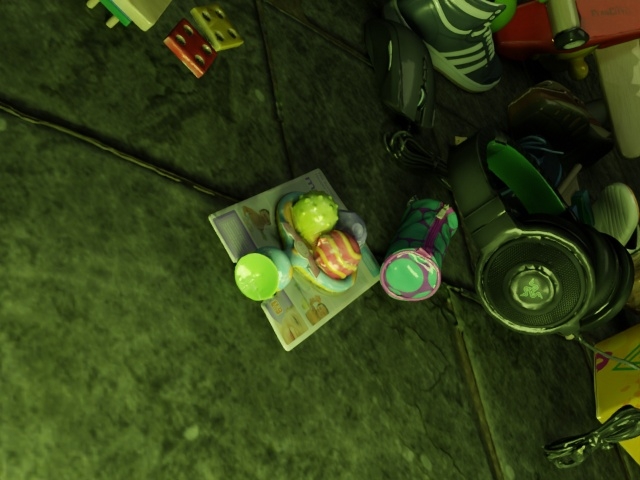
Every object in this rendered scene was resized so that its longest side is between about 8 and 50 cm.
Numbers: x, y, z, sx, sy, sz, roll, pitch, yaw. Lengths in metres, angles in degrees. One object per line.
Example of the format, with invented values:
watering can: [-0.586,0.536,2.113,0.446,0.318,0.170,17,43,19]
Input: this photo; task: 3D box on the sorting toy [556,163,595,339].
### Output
sorting toy: [0.366,0.011,1.344,0.193,0.038,0.208,-37,118,-59]

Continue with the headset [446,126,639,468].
headset: [0.255,0.057,1.113,0.243,0.185,0.394,4,55,-56]

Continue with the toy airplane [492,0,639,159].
toy airplane: [0.515,-0.394,1.760,0.384,0.272,0.386,36,69,-11]

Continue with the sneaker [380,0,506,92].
sneaker: [0.232,-0.318,1.411,0.282,0.153,0.099,16,51,-47]

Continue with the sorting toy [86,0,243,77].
sorting toy: [-0.190,-0.256,0.877,0.274,0.046,0.132,44,34,-21]

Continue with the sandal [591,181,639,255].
sandal: [0.448,-0.021,1.409,0.265,0.076,0.102,87,-13,-75]

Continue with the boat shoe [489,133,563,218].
boat shoe: [0.282,-0.096,1.328,0.089,0.109,0.258,59,27,-20]

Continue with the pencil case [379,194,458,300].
pencil case: [0.109,0.007,1.029,0.064,0.070,0.151,35,29,-3]

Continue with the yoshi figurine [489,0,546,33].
yoshi figurine: [0.200,-0.447,1.474,0.362,0.203,0.203,29,58,-19]

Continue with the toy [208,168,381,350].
toy: [0.000,0.000,0.907,0.137,0.056,0.237,59,31,0]

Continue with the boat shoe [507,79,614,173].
boat shoe: [0.376,-0.196,1.555,0.324,0.122,0.120,14,46,-59]

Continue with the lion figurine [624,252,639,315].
lion figurine: [0.623,0.131,1.425,0.142,0.240,0.392,11,42,-59]

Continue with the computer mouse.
computer mouse: [0.147,-0.189,1.272,0.184,0.060,0.262,27,43,-38]

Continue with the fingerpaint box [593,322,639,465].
fingerpaint box: [0.650,0.260,1.275,0.445,0.371,0.163,47,32,-18]
